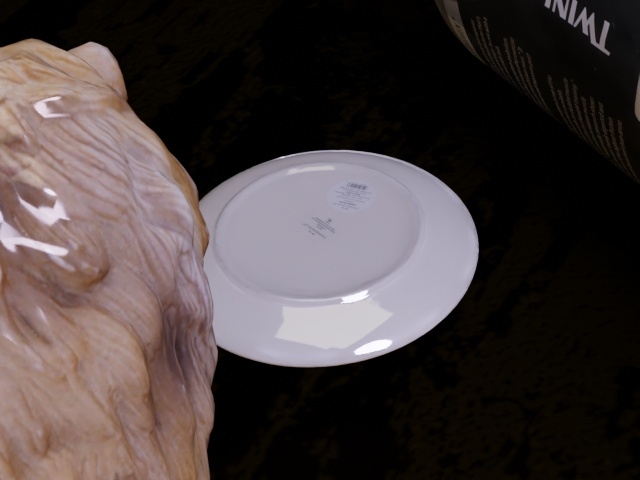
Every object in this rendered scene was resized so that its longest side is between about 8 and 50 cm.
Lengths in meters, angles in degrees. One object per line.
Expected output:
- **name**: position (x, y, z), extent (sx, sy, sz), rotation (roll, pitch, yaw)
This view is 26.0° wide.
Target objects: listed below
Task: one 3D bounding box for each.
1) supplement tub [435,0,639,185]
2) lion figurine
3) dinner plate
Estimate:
- **supplement tub**: position (0.174, -0.117, 0.595), extent (0.193, 0.193, 0.316), rotation (-26, 46, -20)
- **lion figurine**: position (-0.163, 0.133, 0.335), extent (0.142, 0.240, 0.392), rotation (25, 52, 30)
- **dinner plate**: position (0.000, 0.000, 0.622), extent (0.141, 0.017, 0.141), rotation (-3, 42, 3)
